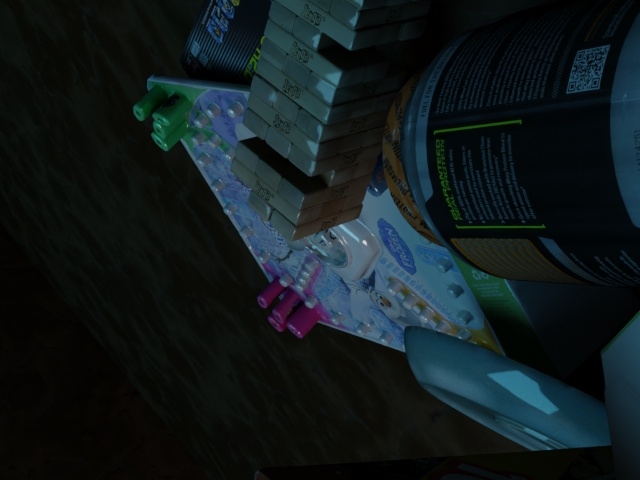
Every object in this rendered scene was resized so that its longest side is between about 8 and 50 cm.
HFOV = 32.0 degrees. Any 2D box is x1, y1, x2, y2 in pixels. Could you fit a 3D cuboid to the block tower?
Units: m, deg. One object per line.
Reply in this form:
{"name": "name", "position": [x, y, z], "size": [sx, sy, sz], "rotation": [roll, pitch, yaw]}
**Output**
{"name": "block tower", "position": [0.017, -0.163, 0.896], "size": [0.091, 0.097, 0.335], "rotation": [39, 129, 28]}

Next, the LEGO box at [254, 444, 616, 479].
{"name": "LEGO box", "position": [0.244, 0.276, 0.633], "size": [0.372, 0.500, 0.193], "rotation": [26, 108, 54]}

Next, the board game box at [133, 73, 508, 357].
{"name": "board game box", "position": [0.000, 0.000, 1.225], "size": [0.390, 0.050, 0.390], "rotation": [15, 144, 46]}

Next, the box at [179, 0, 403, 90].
{"name": "box", "position": [-0.042, -0.174, 1.178], "size": [0.216, 0.060, 0.270], "rotation": [53, 157, 3]}

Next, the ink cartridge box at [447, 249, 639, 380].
{"name": "ink cartridge box", "position": [0.174, 0.003, 0.949], "size": [0.209, 0.109, 0.062], "rotation": [59, 156, -10]}

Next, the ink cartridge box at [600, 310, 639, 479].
{"name": "ink cartridge box", "position": [0.351, 0.078, 0.570], "size": [0.207, 0.353, 0.119], "rotation": [108, 164, -61]}

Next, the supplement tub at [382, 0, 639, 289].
{"name": "supplement tub", "position": [0.185, -0.065, 0.732], "size": [0.316, 0.193, 0.194], "rotation": [2, 124, 61]}

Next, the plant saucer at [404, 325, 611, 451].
{"name": "plant saucer", "position": [0.209, 0.167, 0.999], "size": [0.317, 0.044, 0.317], "rotation": [28, 171, 5]}
